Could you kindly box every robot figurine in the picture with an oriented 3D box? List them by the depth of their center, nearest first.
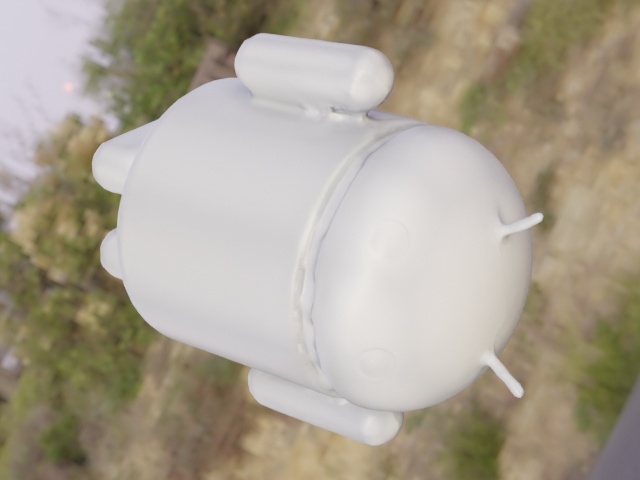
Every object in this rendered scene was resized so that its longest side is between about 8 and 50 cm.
[{"bbox_3d":[0.000,0.000,1.265,0.200,0.353,0.300,-33,-51,-42],"label":"robot figurine"}]
